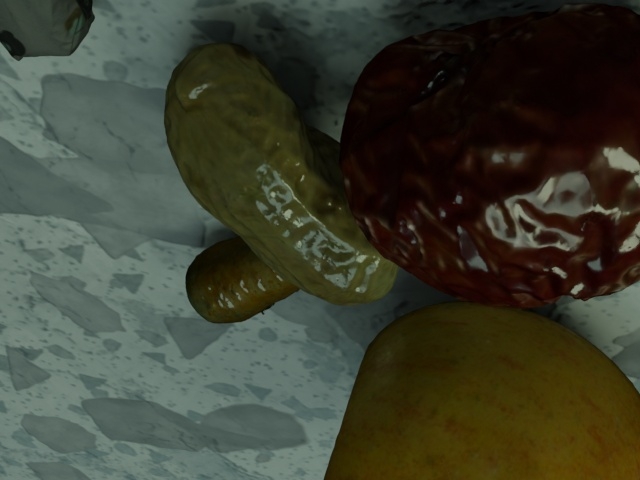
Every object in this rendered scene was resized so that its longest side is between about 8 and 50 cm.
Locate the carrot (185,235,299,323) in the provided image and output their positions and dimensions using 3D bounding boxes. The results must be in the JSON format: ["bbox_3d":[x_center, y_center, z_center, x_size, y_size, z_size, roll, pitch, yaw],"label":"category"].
[{"bbox_3d":[0.000,0.000,1.172,0.298,0.078,0.078,-25,130,38],"label":"carrot"}]

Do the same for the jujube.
[{"bbox_3d":[0.138,-0.054,0.911,0.232,0.213,0.213,-4,144,47],"label":"jujube"}]

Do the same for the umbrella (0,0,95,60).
[{"bbox_3d":[-0.242,-0.249,0.897,0.073,0.067,0.337,-12,140,12],"label":"umbrella"}]

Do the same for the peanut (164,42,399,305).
[{"bbox_3d":[-0.033,-0.049,1.029,0.233,0.110,0.196,43,178,-28],"label":"peanut"}]

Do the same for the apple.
[{"bbox_3d":[0.144,0.206,1.214,0.275,0.299,0.299,23,145,4],"label":"apple"}]
